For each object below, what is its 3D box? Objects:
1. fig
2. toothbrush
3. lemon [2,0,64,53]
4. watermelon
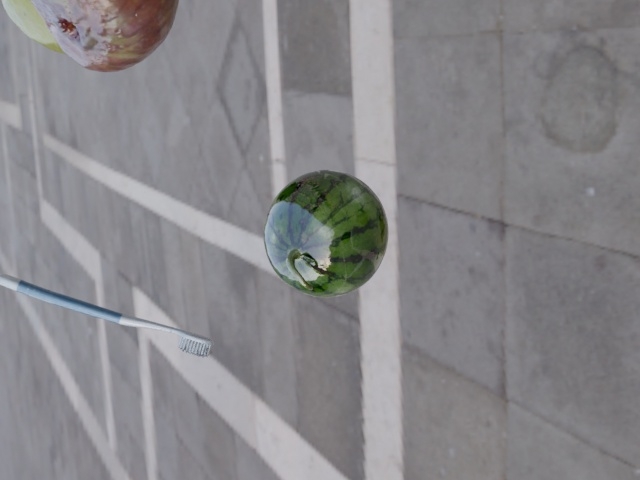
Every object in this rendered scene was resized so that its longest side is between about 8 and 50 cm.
[{"bbox_3d":[-0.205,-0.274,0.965,0.160,0.143,0.231,59,-159,-56],"label":"fig"},{"bbox_3d":[-0.262,0.091,1.238,0.019,0.275,0.025,-85,13,-87],"label":"toothbrush"},{"bbox_3d":[-0.277,-0.303,1.184,0.248,0.184,0.184,-12,84,29],"label":"lemon"},{"bbox_3d":[0.001,-0.004,0.781,0.109,0.109,0.109,173,90,-68],"label":"watermelon"}]
